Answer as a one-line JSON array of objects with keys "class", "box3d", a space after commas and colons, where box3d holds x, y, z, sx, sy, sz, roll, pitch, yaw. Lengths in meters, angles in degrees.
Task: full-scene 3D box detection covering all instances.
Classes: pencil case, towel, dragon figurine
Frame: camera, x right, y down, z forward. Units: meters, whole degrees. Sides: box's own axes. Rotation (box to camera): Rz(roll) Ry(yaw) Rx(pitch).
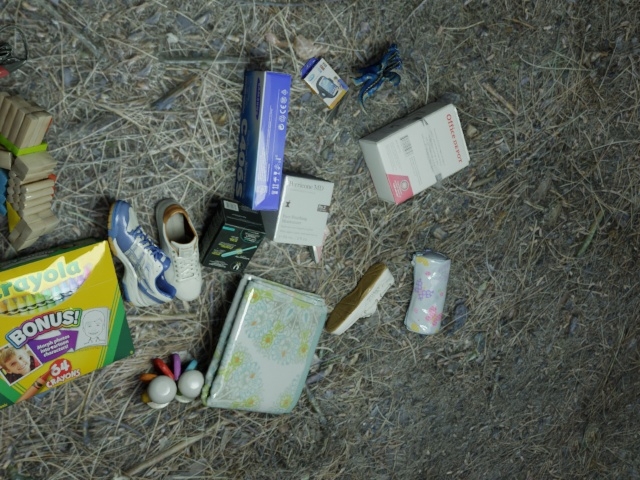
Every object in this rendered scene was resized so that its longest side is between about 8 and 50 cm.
[{"class": "pencil case", "box3d": [0.350, 0.170, 2.004, 0.124, 0.113, 0.272, 1, 104, -16]}, {"class": "towel", "box3d": [-0.152, 0.302, 1.737, 0.321, 0.090, 0.374, 23, 83, -43]}, {"class": "dragon figurine", "box3d": [0.164, -0.457, 1.685, 0.144, 0.289, 0.085, -23, 117, 23]}]

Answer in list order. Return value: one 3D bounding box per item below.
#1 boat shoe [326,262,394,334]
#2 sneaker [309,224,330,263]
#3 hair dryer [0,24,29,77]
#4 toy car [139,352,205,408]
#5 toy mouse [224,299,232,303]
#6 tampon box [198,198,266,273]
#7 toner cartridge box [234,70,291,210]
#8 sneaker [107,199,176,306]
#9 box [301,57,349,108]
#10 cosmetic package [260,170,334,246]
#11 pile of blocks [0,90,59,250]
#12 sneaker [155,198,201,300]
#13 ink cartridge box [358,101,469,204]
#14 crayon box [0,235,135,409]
[{"class": "boat shoe", "box3d": [0.135, 0.201, 1.914, 0.277, 0.098, 0.096, -47, 118, -9]}, {"class": "sneaker", "box3d": [0.000, 0.000, 1.816, 0.070, 0.051, 0.134, -15, 106, -17]}, {"class": "hair dryer", "box3d": [-0.769, -0.342, 1.323, 0.224, 0.080, 0.293, 10, 100, -29]}, {"class": "toy car", "box3d": [-0.408, 0.381, 1.687, 0.182, 0.159, 0.136, -7, 71, -24]}, {"class": "toy mouse", "box3d": [-0.194, 0.227, 1.796, 0.161, 0.031, 0.143, -12, 109, -23]}, {"class": "tampon box", "box3d": [-0.238, -0.009, 1.633, 0.121, 0.101, 0.161, 14, 128, -29]}, {"class": "toner cartridge box", "box3d": [-0.156, -0.263, 1.601, 0.075, 0.165, 0.347, 0, 103, -27]}, {"class": "sneaker", "box3d": [-0.444, 0.030, 1.550, 0.131, 0.111, 0.296, -3, 119, 9]}, {"class": "box", "box3d": [0.009, -0.444, 1.709, 0.136, 0.028, 0.081, 42, 84, -31]}, {"class": "cosmetic package", "box3d": [-0.075, -0.093, 1.695, 0.151, 0.151, 0.183, 5, 102, -29]}, {"class": "pile of blocks", "box3d": [-0.682, -0.163, 1.419, 0.113, 0.149, 0.361, -37, 140, -62]}, {"class": "sneaker", "box3d": [-0.370, 0.042, 1.606, 0.106, 0.123, 0.289, -19, 113, -23]}, {"class": "ink cartridge box", "box3d": [0.286, -0.266, 1.845, 0.283, 0.117, 0.207, -29, 115, -16]}, {"class": "crayon box", "box3d": [-0.664, 0.190, 1.465, 0.363, 0.106, 0.312, -21, 113, -35]}]
